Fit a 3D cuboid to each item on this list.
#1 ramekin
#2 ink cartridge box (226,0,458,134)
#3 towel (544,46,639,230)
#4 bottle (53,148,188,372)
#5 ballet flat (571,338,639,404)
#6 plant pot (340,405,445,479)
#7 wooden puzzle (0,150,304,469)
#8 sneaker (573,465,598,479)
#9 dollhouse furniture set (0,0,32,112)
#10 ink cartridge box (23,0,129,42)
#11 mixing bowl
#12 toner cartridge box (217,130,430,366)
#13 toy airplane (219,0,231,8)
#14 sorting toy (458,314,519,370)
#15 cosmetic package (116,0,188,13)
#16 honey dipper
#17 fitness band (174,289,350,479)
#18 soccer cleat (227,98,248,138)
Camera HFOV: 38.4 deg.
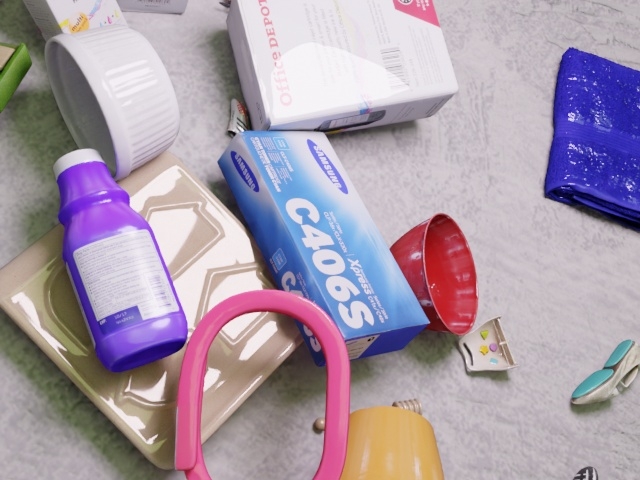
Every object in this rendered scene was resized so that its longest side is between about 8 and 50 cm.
[{"bbox_3d":[-0.279,-0.194,1.254,0.109,0.207,0.207,-27,81,-25],"label":"ramekin"},{"bbox_3d":[0.029,-0.288,1.420,0.306,0.131,0.226,-11,81,-15],"label":"ink cartridge box"},{"bbox_3d":[0.519,-0.185,1.629,0.227,0.076,0.308,18,64,-14],"label":"towel"},{"bbox_3d":[-0.264,0.020,1.163,0.118,0.092,0.283,-18,72,-22],"label":"bottle"},{"bbox_3d":[0.465,0.221,1.460,0.168,0.057,0.052,-36,95,-28],"label":"ballet flat"},{"bbox_3d":[0.083,0.329,1.203,0.205,0.205,0.188,18,49,-13],"label":"plant pot"},{"bbox_3d":[-0.216,0.087,1.247,0.348,0.080,0.322,43,61,5],"label":"wooden puzzle"},{"bbox_3d":[0.402,0.395,1.380,0.043,0.040,0.109,26,65,-28],"label":"sneaker"},{"bbox_3d":[-0.459,-0.360,1.240,0.151,0.197,0.301,14,60,13],"label":"dollhouse furniture set"},{"bbox_3d":[-0.354,-0.338,1.306,0.061,0.181,0.104,16,54,35],"label":"ink cartridge box"},{"bbox_3d":[0.152,0.057,1.362,0.181,0.098,0.181,29,55,-52],"label":"mixing bowl"},{"bbox_3d":[0.000,0.000,1.296,0.165,0.075,0.348,-5,58,-42],"label":"toner cartridge box"},{"bbox_3d":[-0.150,-0.440,1.505,0.151,0.028,0.151,8,66,-19],"label":"toy airplane"},{"bbox_3d":[0.252,0.166,1.410,0.075,0.045,0.083,-13,75,-17],"label":"sorting toy"},{"bbox_3d":[-0.274,-0.478,1.443,0.117,0.085,0.231,-1,68,-21],"label":"cosmetic package"},{"bbox_3d":[0.068,0.251,1.311,0.160,0.030,0.030,-5,71,-21],"label":"honey dipper"},{"bbox_3d":[-0.069,0.206,1.121,0.209,0.054,0.291,3,81,-1],"label":"fitness band"},{"bbox_3d":[-0.129,-0.179,1.409,0.035,0.029,0.083,-10,78,-28],"label":"soccer cleat"}]
